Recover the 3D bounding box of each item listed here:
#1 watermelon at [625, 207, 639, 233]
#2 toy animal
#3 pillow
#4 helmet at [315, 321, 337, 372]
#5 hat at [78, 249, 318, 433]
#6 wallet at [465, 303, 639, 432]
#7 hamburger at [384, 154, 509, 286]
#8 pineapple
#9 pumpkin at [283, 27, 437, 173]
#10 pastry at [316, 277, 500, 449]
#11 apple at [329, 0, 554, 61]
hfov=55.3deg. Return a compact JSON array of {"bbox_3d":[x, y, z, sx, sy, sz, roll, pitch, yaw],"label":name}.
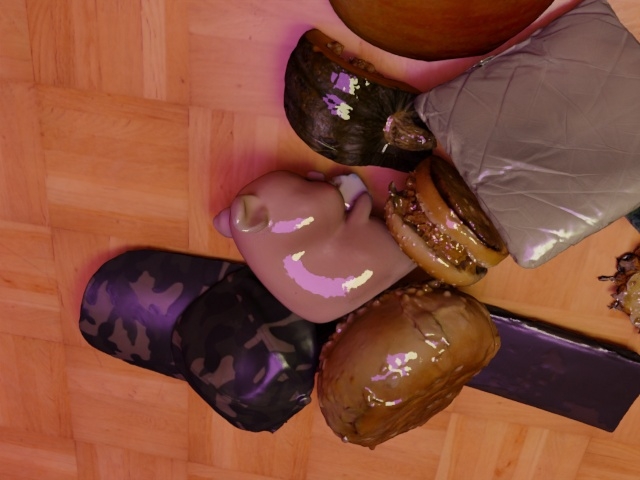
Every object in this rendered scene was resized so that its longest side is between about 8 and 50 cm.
[{"bbox_3d":[0.483,-0.060,0.801,0.212,0.262,0.201,-30,136,17],"label":"watermelon"},{"bbox_3d":[-0.002,-0.004,0.898,0.213,0.195,0.256,-44,96,-14],"label":"toy animal"},{"bbox_3d":[0.299,-0.139,0.755,0.280,0.076,0.275,-30,68,4],"label":"pillow"},{"bbox_3d":[-0.004,0.173,1.055,0.089,0.057,0.111,-1,131,-38],"label":"helmet"},{"bbox_3d":[-0.217,0.184,1.025,0.381,0.257,0.367,2,115,-13],"label":"hat"},{"bbox_3d":[0.372,0.213,1.022,0.309,0.042,0.165,17,116,5],"label":"wallet"},{"bbox_3d":[0.179,-0.024,0.861,0.118,0.191,0.182,-40,84,30],"label":"hamburger"},{"bbox_3d":[0.542,0.069,0.924,0.221,0.047,0.221,4,117,8],"label":"pineapple"},{"bbox_3d":[0.056,-0.172,0.841,0.247,0.126,0.131,26,119,-4],"label":"pumpkin"},{"bbox_3d":[0.116,0.173,0.937,0.184,0.284,0.316,56,144,28],"label":"pastry"},{"bbox_3d":[0.170,-0.345,0.741,0.345,0.254,0.179,-7,72,11],"label":"apple"}]
